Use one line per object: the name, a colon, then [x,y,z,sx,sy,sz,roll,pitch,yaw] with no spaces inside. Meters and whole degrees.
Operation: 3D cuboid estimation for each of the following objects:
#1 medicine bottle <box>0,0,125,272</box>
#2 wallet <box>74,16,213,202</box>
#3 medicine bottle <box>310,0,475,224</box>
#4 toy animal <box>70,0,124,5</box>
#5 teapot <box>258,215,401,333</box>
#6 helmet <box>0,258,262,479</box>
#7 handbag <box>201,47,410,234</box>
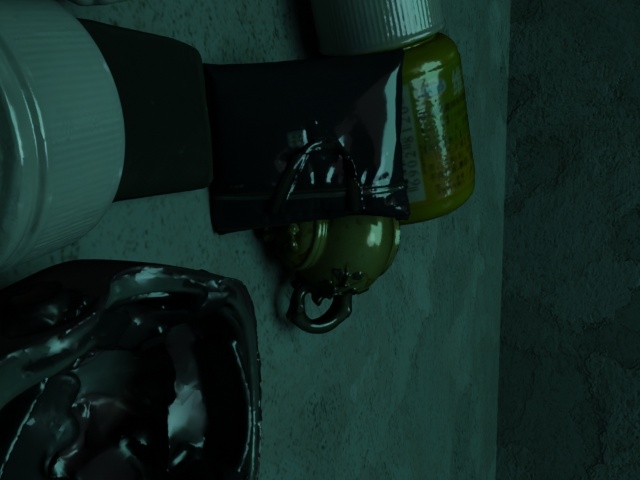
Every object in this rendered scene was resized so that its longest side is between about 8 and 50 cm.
medicine bottle: [-0.270,-0.034,0.327,0.339,0.208,0.208,-32,118,-60]
wallet: [-0.181,-0.123,0.695,0.245,0.052,0.169,-19,107,-67]
medicine bottle: [0.108,-0.236,1.082,0.224,0.224,0.385,-50,133,-52]
toy animal: [-0.187,-0.316,0.564,0.204,0.155,0.208,29,60,-64]
teapot: [0.000,0.000,0.959,0.182,0.173,0.270,7,101,-32]
helmet: [-0.190,0.142,0.502,0.338,0.197,0.271,-32,126,-54]
handbag: [-0.013,-0.117,0.848,0.088,0.254,0.211,-145,-131,-77]
